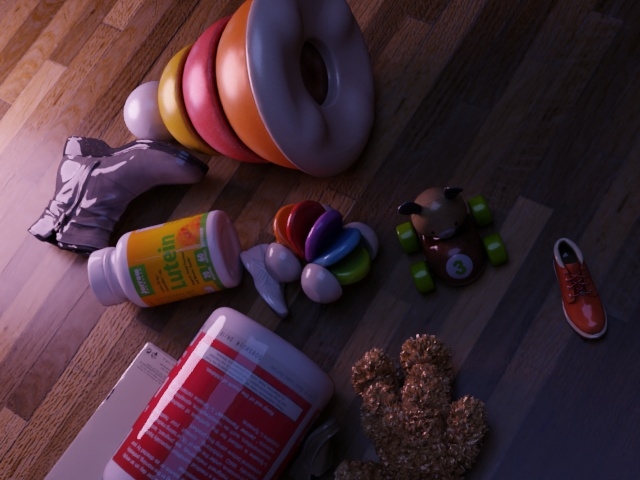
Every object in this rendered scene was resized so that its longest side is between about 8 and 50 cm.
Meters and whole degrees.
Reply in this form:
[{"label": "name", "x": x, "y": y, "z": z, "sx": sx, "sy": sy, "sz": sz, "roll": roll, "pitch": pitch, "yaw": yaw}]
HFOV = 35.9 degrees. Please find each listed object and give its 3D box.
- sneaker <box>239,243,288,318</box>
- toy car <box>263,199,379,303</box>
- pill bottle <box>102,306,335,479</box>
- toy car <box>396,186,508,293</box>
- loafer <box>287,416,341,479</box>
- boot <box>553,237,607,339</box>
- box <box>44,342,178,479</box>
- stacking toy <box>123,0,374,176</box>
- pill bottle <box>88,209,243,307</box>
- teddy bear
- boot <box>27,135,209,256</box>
[{"label": "sneaker", "x": -0.084, "y": 0.064, "z": 1.683, "sx": 0.061, "sy": 0.054, "sz": 0.152, "roll": -30, "pitch": 59, "yaw": 0}, {"label": "toy car", "x": 0.000, "y": 0.000, "z": 1.621, "sx": 0.182, "sy": 0.136, "sz": 0.159, "roll": 28, "pitch": 57, "yaw": 28}, {"label": "pill bottle", "x": -0.176, "y": 0.324, "z": 1.484, "sx": 0.229, "sy": 0.229, "sz": 0.408, "roll": 28, "pitch": 76, "yaw": 28}, {"label": "toy car", "x": 0.193, "y": -0.024, "z": 1.553, "sx": 0.155, "sy": 0.188, "sz": 0.149, "roll": -21, "pitch": 60, "yaw": 8}, {"label": "loafer", "x": 0.000, "y": 0.323, "z": 1.497, "sx": 0.050, "sy": 0.148, "sz": 0.056, "roll": 41, "pitch": 42, "yaw": 16}, {"label": "boot", "x": 0.390, "y": 0.072, "z": 1.501, "sx": 0.059, "sy": 0.084, "sz": 0.158, "roll": -20, "pitch": 62, "yaw": 7}, {"label": "box", "x": -0.311, "y": 0.312, "z": 1.606, "sx": 0.094, "sy": 0.113, "sz": 0.275, "roll": 31, "pitch": 76, "yaw": 29}, {"label": "stacking toy", "x": -0.175, "y": -0.259, "z": 1.765, "sx": 0.479, "sy": 0.350, "sz": 0.351, "roll": -7, "pitch": 62, "yaw": 32}, {"label": "pill bottle", "x": -0.269, "y": 0.040, "z": 1.708, "sx": 0.245, "sy": 0.136, "sz": 0.136, "roll": -14, "pitch": 61, "yaw": 12}, {"label": "teddy bear", "x": 0.135, "y": 0.298, "z": 1.461, "sx": 0.245, "sy": 0.113, "sz": 0.338, "roll": -2, "pitch": 64, "yaw": 21}, {"label": "boot", "x": -0.370, "y": -0.067, "z": 1.823, "sx": 0.338, "sy": 0.118, "sz": 0.223, "roll": 4, "pitch": 69, "yaw": 32}]
